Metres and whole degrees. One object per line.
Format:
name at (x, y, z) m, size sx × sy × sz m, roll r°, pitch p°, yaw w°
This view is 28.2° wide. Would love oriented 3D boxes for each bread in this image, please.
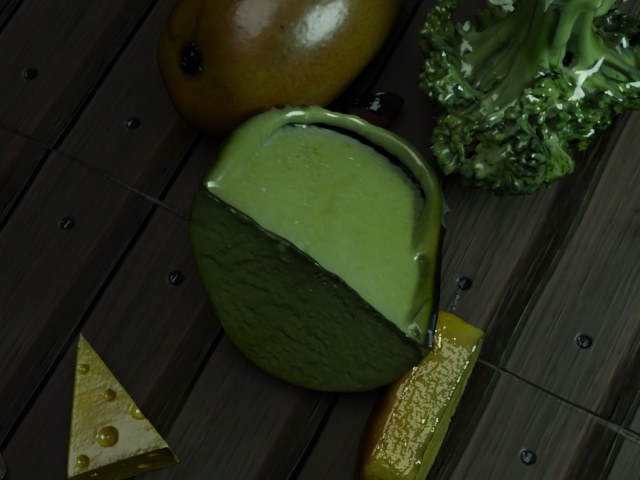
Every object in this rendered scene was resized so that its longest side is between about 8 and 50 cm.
bread at (0.115, 0.199, 1.532) m, size 0.094 × 0.102 × 0.245 m, roll 25°, pitch 73°, yaw 8°

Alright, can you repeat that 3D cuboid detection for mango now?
mango at (-0.035, -0.276, 1.649) m, size 0.378 × 0.264 × 0.221 m, roll -33°, pitch 78°, yaw -29°

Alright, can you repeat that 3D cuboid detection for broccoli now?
broccoli at (0.280, -0.243, 1.622) m, size 0.338 × 0.317 × 0.277 m, roll -18°, pitch 55°, yaw -43°

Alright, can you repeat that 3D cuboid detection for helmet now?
helmet at (0.071, -0.166, 1.706) m, size 0.084 × 0.049 × 0.065 m, roll -8°, pitch 30°, yaw -28°

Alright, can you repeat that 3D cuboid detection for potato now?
potato at (0.000, 0.000, 1.582) m, size 0.330 × 0.212 × 0.280 m, roll 35°, pitch 48°, yaw -4°

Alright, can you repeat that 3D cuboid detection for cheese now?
cheese at (-0.260, 0.200, 1.547) m, size 0.126 × 0.093 × 0.171 m, roll -18°, pitch 68°, yaw -5°

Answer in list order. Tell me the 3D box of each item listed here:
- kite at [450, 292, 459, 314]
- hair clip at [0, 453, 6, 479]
kite at (0.169, 0.107, 1.619) m, size 0.044 × 0.002 × 0.078 m, roll 36°, pitch 74°, yaw 14°
hair clip at (-0.433, 0.245, 1.571) m, size 0.054 × 0.022 × 0.137 m, roll -28°, pitch 70°, yaw -10°
